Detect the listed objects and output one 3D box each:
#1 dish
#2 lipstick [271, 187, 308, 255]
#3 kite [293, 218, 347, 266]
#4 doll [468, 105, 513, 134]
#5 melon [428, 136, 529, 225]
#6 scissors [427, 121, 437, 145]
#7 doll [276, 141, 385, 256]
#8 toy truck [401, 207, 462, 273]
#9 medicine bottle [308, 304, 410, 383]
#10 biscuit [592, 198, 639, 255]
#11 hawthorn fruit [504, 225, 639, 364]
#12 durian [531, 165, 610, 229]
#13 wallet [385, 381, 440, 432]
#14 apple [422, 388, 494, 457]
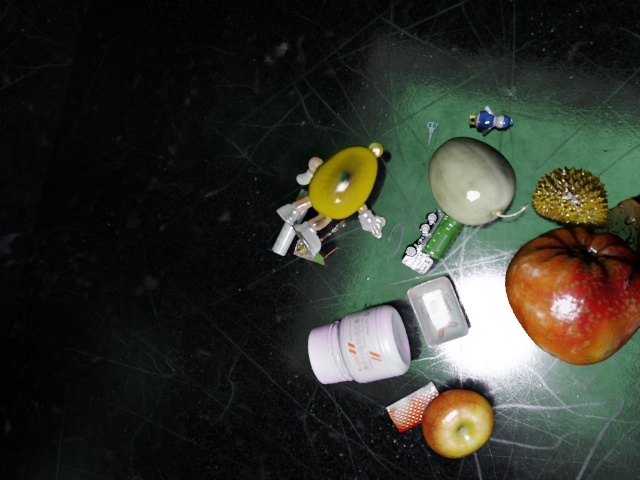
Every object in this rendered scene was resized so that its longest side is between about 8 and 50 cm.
[{"bbox_3d":[0.404,0.240,1.796,0.151,0.077,0.212,-23,81,16],"label":"dish"},{"bbox_3d":[-0.104,-0.069,1.998,0.059,0.059,0.264,30,99,18],"label":"lipstick"},{"bbox_3d":[0.000,0.000,1.986,0.244,0.006,0.198,-30,79,17],"label":"kite"},{"bbox_3d":[0.571,-0.401,1.763,0.142,0.057,0.099,7,112,19],"label":"doll"},{"bbox_3d":[0.484,-0.190,1.688,0.271,0.272,0.308,-17,62,19],"label":"melon"},{"bbox_3d":[0.389,-0.377,1.855,0.036,0.006,0.083,12,93,22],"label":"scissors"},{"bbox_3d":[0.049,-0.142,1.885,0.423,0.161,0.348,-14,100,3],"label":"doll"},{"bbox_3d":[0.381,-0.001,1.801,0.125,0.101,0.242,34,97,6],"label":"toy truck"},{"bbox_3d":[0.133,0.365,1.803,0.301,0.241,0.241,-17,83,19],"label":"medicine bottle"},{"bbox_3d":[0.946,-0.005,1.623,0.290,0.041,0.208,44,102,16],"label":"biscuit"},{"bbox_3d":[0.744,0.171,1.535,0.402,0.403,0.403,-1,88,20],"label":"hawthorn fruit"},{"bbox_3d":[0.770,-0.139,1.627,0.249,0.138,0.183,35,113,40],"label":"durian"},{"bbox_3d":[0.335,0.585,1.840,0.196,0.020,0.103,-34,83,14],"label":"wallet"},{"bbox_3d":[0.446,0.588,1.718,0.234,0.173,0.210,-17,99,3],"label":"apple"}]
